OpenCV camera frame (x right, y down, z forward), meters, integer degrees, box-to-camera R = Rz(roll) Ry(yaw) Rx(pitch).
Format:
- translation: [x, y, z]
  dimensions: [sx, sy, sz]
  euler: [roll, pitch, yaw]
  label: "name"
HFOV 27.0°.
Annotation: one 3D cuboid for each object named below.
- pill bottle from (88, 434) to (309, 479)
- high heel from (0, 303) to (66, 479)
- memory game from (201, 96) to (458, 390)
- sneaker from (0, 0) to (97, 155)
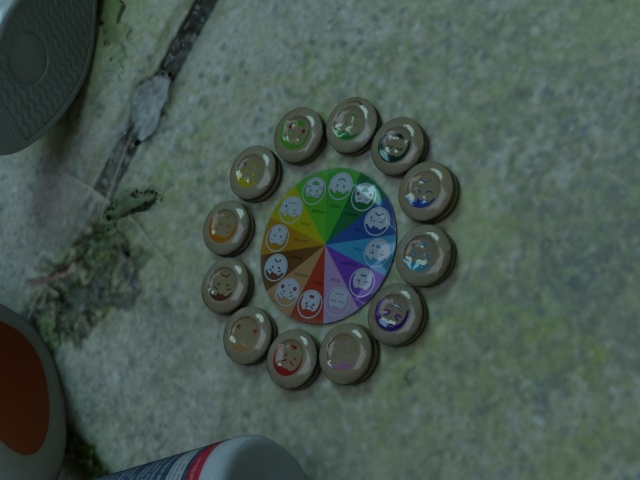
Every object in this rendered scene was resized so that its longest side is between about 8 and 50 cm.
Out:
- translation: [-0.097, 0.182, 0.758]
  dimensions: [0.180, 0.108, 0.108]
  euler: [-20, 65, 29]
  label: "pill bottle"
- translation: [-0.300, 0.093, 0.925]
  dimensions: [0.181, 0.127, 0.377]
  euler: [-51, 45, 13]
  label: "high heel"
- translation: [0.000, 0.000, 0.808]
  dimensions: [0.186, 0.012, 0.186]
  euler: [-11, 70, 31]
  label: "memory game"
- translation: [-0.245, -0.175, 0.978]
  dimensions: [0.151, 0.094, 0.255]
  euler: [-1, 65, 28]
  label: "sneaker"
